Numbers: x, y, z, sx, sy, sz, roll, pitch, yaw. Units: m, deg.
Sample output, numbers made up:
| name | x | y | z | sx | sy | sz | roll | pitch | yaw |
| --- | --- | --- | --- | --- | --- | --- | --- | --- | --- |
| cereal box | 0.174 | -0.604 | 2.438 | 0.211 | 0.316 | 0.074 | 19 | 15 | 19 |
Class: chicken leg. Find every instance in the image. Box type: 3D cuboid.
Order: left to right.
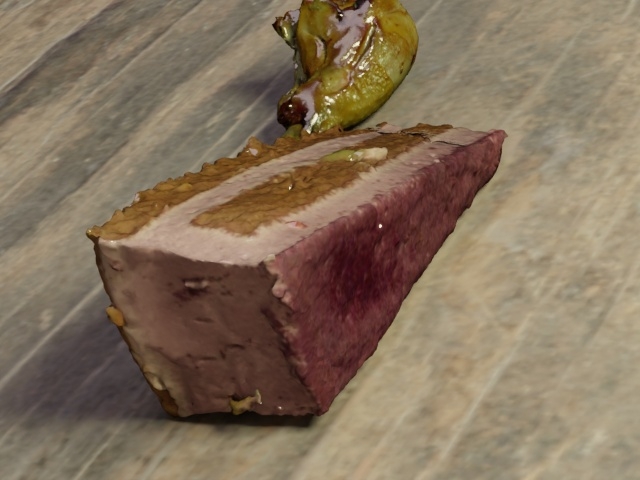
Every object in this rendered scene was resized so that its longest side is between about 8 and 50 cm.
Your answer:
| name | x | y | z | sx | sy | sz | roll | pitch | yaw |
| --- | --- | --- | --- | --- | --- | --- | --- | --- | --- |
| chicken leg | 0.000 | -0.097 | 1.051 | 0.093 | 0.070 | 0.178 | 19 | 51 | 9 |

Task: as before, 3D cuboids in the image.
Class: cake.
| name | x | y | z | sx | sy | sz | roll | pitch | yaw |
| --- | --- | --- | --- | --- | --- | --- | --- | --- | --- |
| cake | 0.000 | 0.000 | 0.879 | 0.116 | 0.112 | 0.295 | 7 | 24 | 26 |
